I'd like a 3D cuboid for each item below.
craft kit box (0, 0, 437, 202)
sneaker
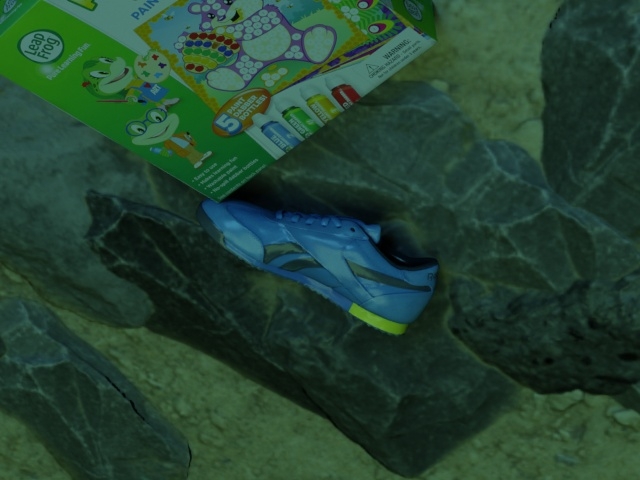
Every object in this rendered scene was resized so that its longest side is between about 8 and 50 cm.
[{"bbox_3d":[-0.085,-0.159,1.143,0.246,0.061,0.250,33,128,-32],"label":"craft kit box"},{"bbox_3d":[0.000,0.000,1.279,0.209,0.069,0.082,27,110,-2],"label":"sneaker"}]
